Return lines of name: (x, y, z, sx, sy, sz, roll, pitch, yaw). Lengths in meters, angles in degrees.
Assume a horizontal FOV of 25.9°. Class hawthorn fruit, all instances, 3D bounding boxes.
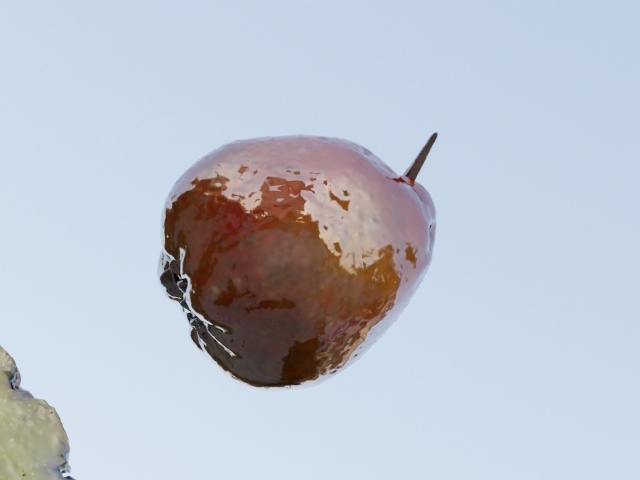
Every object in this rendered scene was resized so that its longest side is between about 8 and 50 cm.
hawthorn fruit: (0.000, 0.000, 1.146, 0.210, 0.262, 0.210, 54, -17, 25)

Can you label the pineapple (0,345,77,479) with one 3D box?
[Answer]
pineapple: (-0.240, 0.138, 0.805, 0.334, 0.161, 0.158, 40, -64, 2)
